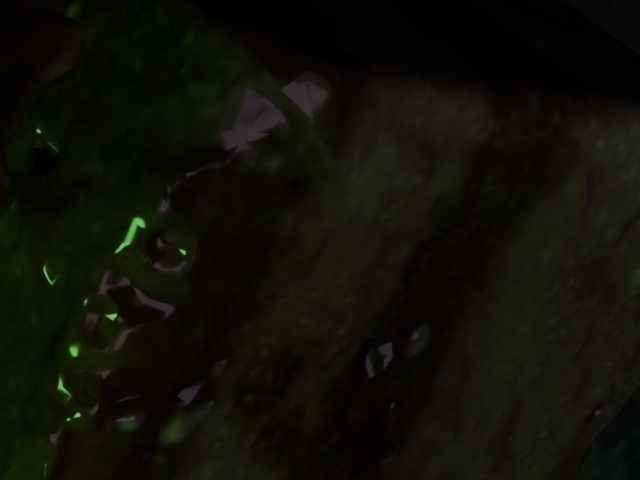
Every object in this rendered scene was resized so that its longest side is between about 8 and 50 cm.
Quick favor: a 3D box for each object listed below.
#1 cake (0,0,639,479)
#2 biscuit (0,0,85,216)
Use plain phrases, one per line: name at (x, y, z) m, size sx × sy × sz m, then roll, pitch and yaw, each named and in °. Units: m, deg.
cake at (0.000, 0.000, 0.624) m, size 0.293 × 0.199 × 0.196 m, roll 11°, pitch 112°, yaw -40°
biscuit at (-0.181, -0.034, 0.440) m, size 0.232 × 0.237 × 0.013 m, roll -24°, pitch 130°, yaw -18°
